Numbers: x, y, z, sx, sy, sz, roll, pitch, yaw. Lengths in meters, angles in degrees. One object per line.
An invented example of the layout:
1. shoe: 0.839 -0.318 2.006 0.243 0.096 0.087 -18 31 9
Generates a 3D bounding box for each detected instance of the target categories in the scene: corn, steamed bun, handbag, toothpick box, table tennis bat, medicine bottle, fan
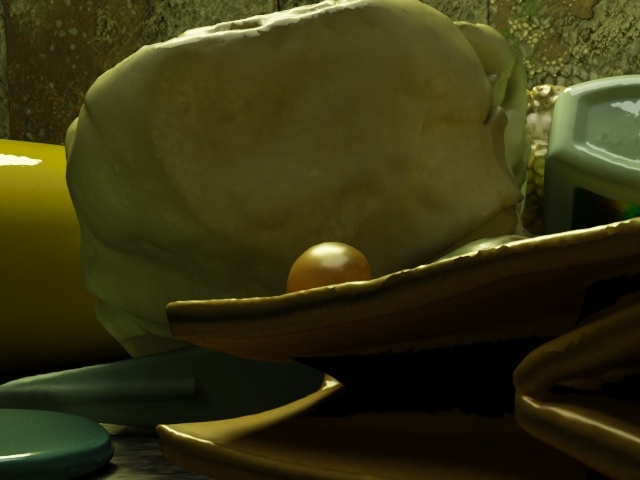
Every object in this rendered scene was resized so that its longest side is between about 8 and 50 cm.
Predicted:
1. corn: 0.163 -0.004 1.052 0.101 0.101 0.310 -2 -22 12
2. steamed bun: 0.003 -0.001 0.832 0.276 0.203 0.289 -12 -10 -13
3. handbag: 0.159 0.037 0.592 0.283 0.133 0.401 -8 -3 42
4. toothpick box: -0.212 0.011 1.073 0.271 0.175 0.175 0 0 -30
5. table tennis bat: -0.167 0.088 0.685 0.124 0.033 0.201 -1 3 -21
6. medicine bottle: 0.194 -0.003 0.880 0.121 0.083 0.229 7 -28 11
7. fan: -0.117 0.084 0.757 0.282 0.057 0.023 -8 13 29
